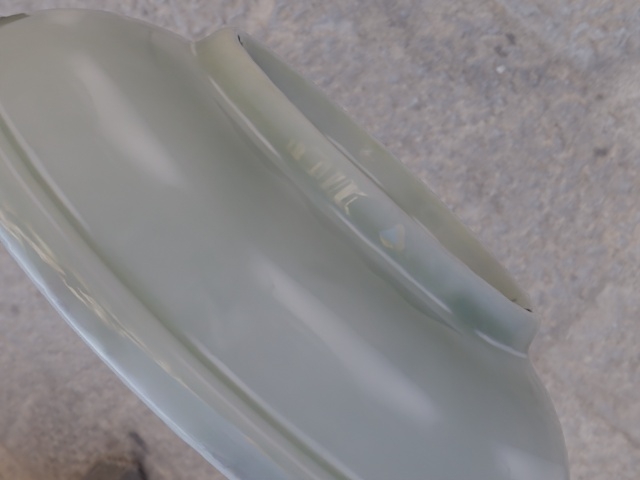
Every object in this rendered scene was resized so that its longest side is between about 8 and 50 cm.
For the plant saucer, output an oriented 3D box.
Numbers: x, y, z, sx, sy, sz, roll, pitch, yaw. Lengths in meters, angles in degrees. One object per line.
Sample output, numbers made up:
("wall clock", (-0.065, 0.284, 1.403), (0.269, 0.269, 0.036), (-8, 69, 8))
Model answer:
("plant saucer", (0.000, 0.000, 0.542), (0.400, 0.400, 0.100), (43, 100, 4))
